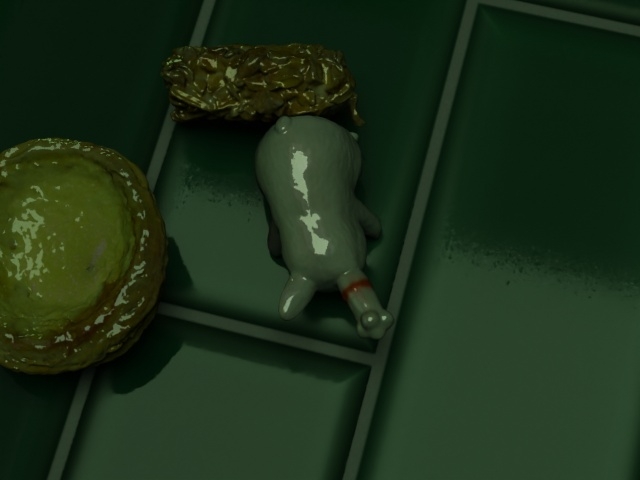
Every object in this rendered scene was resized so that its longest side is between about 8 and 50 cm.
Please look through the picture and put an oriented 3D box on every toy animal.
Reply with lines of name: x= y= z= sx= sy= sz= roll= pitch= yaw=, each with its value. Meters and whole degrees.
toy animal: x=0.000 y=-0.004 z=1.612 sx=0.140 sy=0.138 sz=0.282 roll=-15 pitch=78 yaw=6

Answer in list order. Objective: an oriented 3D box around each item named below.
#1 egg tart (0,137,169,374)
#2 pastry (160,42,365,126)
egg tart: x=-0.306 y=0.024 z=1.621 sx=0.294 sy=0.123 sz=0.294 roll=-2 pitch=71 yaw=7
pastry: x=-0.067 y=-0.190 z=1.677 sx=0.250 sy=0.154 sz=0.102 roll=2 pitch=91 yaw=5
